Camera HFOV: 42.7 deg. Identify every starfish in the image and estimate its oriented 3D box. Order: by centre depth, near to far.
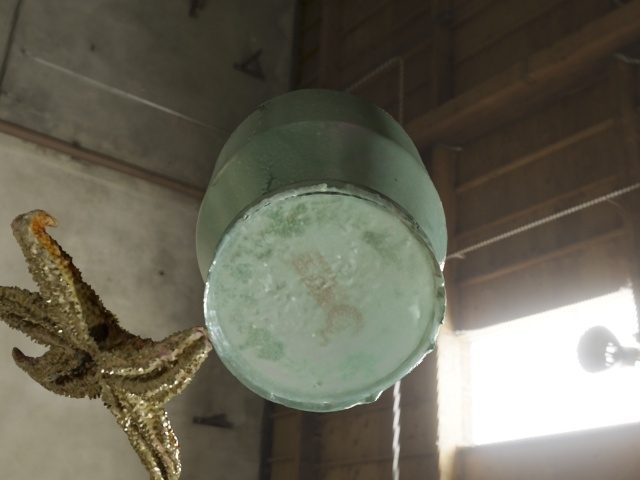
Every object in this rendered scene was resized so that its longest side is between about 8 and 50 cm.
[{"bbox_3d":[-0.143,0.075,0.520,0.227,0.240,0.043,12,-139,39],"label":"starfish"}]

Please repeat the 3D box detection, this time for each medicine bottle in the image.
[{"bbox_3d":[0.000,0.000,0.776,0.245,0.245,0.290,-60,-170,17],"label":"medicine bottle"}]
